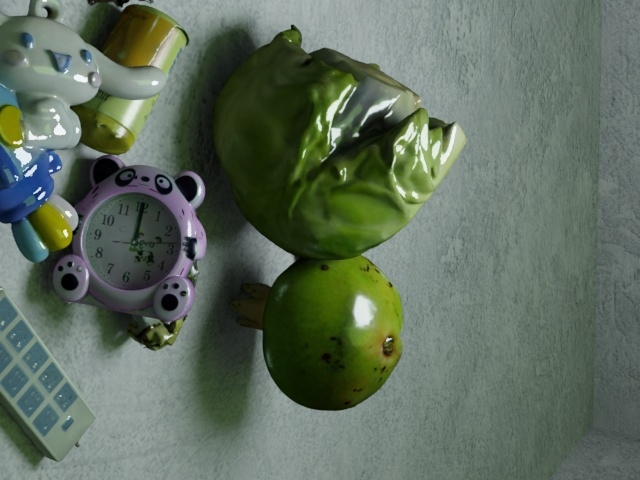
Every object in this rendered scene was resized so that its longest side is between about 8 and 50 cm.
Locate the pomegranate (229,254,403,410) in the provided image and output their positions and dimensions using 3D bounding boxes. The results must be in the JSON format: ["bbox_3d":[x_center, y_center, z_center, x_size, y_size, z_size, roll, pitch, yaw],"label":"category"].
[{"bbox_3d":[-0.028,0.163,2.027,0.216,0.358,0.309,-14,114,-59],"label":"pomegranate"}]

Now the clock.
[{"bbox_3d":[-0.298,-0.003,1.729,0.090,0.228,0.248,116,-14,-85],"label":"clock"}]

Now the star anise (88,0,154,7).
[{"bbox_3d":[-0.303,-0.397,1.671,0.141,0.141,0.042,-10,90,-54],"label":"star anise"}]

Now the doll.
[{"bbox_3d":[-0.421,-0.176,1.483,0.376,0.187,0.365,21,76,-18],"label":"doll"}]

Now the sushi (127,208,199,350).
[{"bbox_3d":[-0.282,0.042,1.854,0.131,0.139,0.291,-1,101,-35],"label":"sushi"}]

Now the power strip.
[{"bbox_3d":[-0.465,0.219,1.700,0.106,0.043,0.367,-53,139,-30],"label":"power strip"}]

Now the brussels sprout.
[{"bbox_3d":[0.009,-0.151,1.947,0.361,0.425,0.342,-62,161,15],"label":"brussels sprout"}]

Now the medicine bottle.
[{"bbox_3d":[-0.311,-0.251,1.702,0.124,0.124,0.239,47,63,-50],"label":"medicine bottle"}]
